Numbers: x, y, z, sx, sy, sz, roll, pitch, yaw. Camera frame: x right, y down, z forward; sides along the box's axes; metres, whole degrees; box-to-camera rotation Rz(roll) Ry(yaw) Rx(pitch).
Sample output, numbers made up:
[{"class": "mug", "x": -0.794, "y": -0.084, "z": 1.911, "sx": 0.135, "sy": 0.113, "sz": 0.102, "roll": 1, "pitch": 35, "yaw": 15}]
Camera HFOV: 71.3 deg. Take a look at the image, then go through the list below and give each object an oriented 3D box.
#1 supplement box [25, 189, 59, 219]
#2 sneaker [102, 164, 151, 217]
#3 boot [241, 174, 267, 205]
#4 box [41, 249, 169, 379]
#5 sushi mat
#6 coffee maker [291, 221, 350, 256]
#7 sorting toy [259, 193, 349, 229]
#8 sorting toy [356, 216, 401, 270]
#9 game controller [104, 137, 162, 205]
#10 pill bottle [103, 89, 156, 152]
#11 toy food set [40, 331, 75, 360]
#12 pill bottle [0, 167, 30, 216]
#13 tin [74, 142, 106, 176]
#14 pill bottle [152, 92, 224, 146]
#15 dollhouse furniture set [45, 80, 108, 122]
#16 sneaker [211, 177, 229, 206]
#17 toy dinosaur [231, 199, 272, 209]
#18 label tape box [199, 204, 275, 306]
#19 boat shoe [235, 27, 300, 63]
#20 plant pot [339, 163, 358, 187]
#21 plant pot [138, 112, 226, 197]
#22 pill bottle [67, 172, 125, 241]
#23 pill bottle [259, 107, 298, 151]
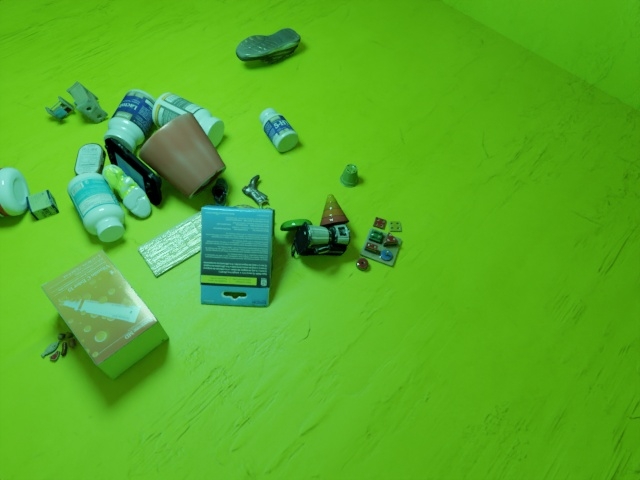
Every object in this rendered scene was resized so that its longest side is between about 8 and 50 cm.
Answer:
[{"class": "supplement box", "x": -1.070, "y": -0.137, "z": 1.718, "sx": 0.083, "sy": 0.056, "sz": 0.083, "roll": -25, "pitch": 64, "yaw": -17}, {"class": "sneaker", "x": -0.753, "y": -0.193, "z": 1.763, "sx": 0.091, "sy": 0.126, "sz": 0.240, "roll": -36, "pitch": 99, "yaw": -12}, {"class": "boot", "x": -0.251, "y": -0.206, "z": 1.836, "sx": 0.114, "sy": 0.037, "sz": 0.106, "roll": 36, "pitch": 76, "yaw": 19}, {"class": "box", "x": -0.698, "y": 0.239, "z": 1.460, "sx": 0.215, "sy": 0.168, "sz": 0.345, "roll": -38, "pitch": 69, "yaw": -25}, {"class": "sushi mat", "x": -0.523, "y": 0.000, "z": 1.704, "sx": 0.316, "sy": 0.019, "sz": 0.151, "roll": -34, "pitch": 67, "yaw": -22}, {"class": "coffee maker", "x": 0.000, "y": 0.000, "z": 1.683, "sx": 0.178, "sy": 0.171, "sz": 0.120, "roll": 2, "pitch": 80, "yaw": -28}, {"class": "sorting toy", "x": -0.075, "y": -0.106, "z": 1.719, "sx": 0.365, "sy": 0.127, "sz": 0.126, "roll": -6, "pitch": 84, "yaw": -9}, {"class": "sorting toy", "x": 0.243, "y": 0.010, "z": 1.744, "sx": 0.132, "sy": 0.046, "sz": 0.274, "roll": 21, "pitch": 60, "yaw": 7}, {"class": "game controller", "x": -0.739, "y": -0.271, "z": 1.760, "sx": 0.319, "sy": 0.166, "sz": 0.067, "roll": 39, "pitch": 46, "yaw": 18}, {"class": "pill bottle", "x": -0.804, "y": -0.500, "z": 1.898, "sx": 0.153, "sy": 0.153, "sz": 0.264, "roll": 12, "pitch": 59, "yaw": 2}, {"class": "toy food set", "x": -0.852, "y": 0.345, "z": 1.472, "sx": 0.078, "sy": 0.019, "sz": 0.122, "roll": 30, "pitch": 62, "yaw": 13}, {"class": "pill bottle", "x": -1.282, "y": -0.169, "z": 1.647, "sx": 0.323, "sy": 0.181, "sz": 0.181, "roll": -6, "pitch": 60, "yaw": -8}, {"class": "tin", "x": -0.958, "y": -0.327, "z": 1.853, "sx": 0.106, "sy": 0.040, "sz": 0.190, "roll": -5, "pitch": 60, "yaw": -3}, {"class": "pill bottle", "x": -0.566, "y": -0.512, "z": 1.920, "sx": 0.278, "sy": 0.162, "sz": 0.162, "roll": 28, "pitch": 61, "yaw": 11}, {"class": "dollhouse furniture set", "x": -1.063, "y": -0.564, "z": 1.950, "sx": 0.183, "sy": 0.129, "sz": 0.129, "roll": -38, "pitch": 67, "yaw": 3}, {"class": "sneaker", "x": -0.404, "y": -0.209, "z": 1.797, "sx": 0.058, "sy": 0.084, "sz": 0.152, "roll": 0, "pitch": 59, "yaw": -5}, {"class": "toy dinosaur", "x": -0.251, "y": -0.113, "z": 1.766, "sx": 0.211, "sy": 0.064, "sz": 0.112, "roll": 41, "pitch": 66, "yaw": 18}, {"class": "label tape box", "x": -0.297, "y": 0.054, "z": 1.610, "sx": 0.249, "sy": 0.115, "sz": 0.347, "roll": 3, "pitch": 100, "yaw": -2}, {"class": "boat shoe", "x": -0.254, "y": -0.939, "z": 2.218, "sx": 0.355, "sy": 0.130, "sz": 0.132, "roll": -25, "pitch": 68, "yaw": -24}, {"class": "plant pot", "x": 0.126, "y": -0.280, "z": 1.886, "sx": 0.083, "sy": 0.079, "sz": 0.083, "roll": 2, "pitch": 60, "yaw": -3}, {"class": "plant pot", "x": -0.520, "y": -0.315, "z": 1.739, "sx": 0.275, "sy": 0.275, "sz": 0.243, "roll": -44, "pitch": 99, "yaw": -25}, {"class": "pill bottle", "x": -0.833, "y": -0.120, "z": 1.675, "sx": 0.146, "sy": 0.146, "sz": 0.264, "roll": -29, "pitch": 66, "yaw": -19}, {"class": "pill bottle", "x": -0.189, "y": -0.492, "z": 1.966, "sx": 0.112, "sy": 0.112, "sz": 0.187, "roll": -27, "pitch": 65, "yaw": -19}]
